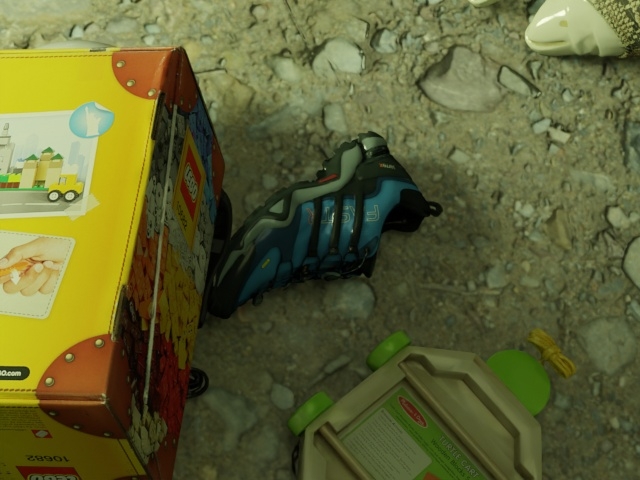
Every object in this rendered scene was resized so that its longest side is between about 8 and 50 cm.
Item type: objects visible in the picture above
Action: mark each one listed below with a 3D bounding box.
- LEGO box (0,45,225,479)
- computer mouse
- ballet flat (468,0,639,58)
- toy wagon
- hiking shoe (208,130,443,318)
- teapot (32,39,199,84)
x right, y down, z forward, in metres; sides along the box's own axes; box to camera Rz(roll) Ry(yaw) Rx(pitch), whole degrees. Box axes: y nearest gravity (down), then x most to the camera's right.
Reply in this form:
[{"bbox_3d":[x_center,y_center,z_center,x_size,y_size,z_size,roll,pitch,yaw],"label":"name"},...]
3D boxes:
[{"bbox_3d":[-0.371,0.025,1.453,0.500,0.193,0.372,0,56,11],"label":"LEGO box"},{"bbox_3d":[-0.196,0.040,1.691,0.184,0.262,0.060,6,23,-9],"label":"computer mouse"},{"bbox_3d":[0.269,-0.344,2.002,0.182,0.164,0.483,-45,74,-4],"label":"ballet flat"},{"bbox_3d":[0.140,0.225,1.741,0.344,0.068,0.267,-37,78,-25],"label":"toy wagon"},{"bbox_3d":[0.000,0.000,1.787,0.304,0.113,0.132,-40,79,-25],"label":"hiking shoe"},{"bbox_3d":[-0.276,-0.103,1.742,0.256,0.187,0.252,21,95,-23],"label":"teapot"}]
